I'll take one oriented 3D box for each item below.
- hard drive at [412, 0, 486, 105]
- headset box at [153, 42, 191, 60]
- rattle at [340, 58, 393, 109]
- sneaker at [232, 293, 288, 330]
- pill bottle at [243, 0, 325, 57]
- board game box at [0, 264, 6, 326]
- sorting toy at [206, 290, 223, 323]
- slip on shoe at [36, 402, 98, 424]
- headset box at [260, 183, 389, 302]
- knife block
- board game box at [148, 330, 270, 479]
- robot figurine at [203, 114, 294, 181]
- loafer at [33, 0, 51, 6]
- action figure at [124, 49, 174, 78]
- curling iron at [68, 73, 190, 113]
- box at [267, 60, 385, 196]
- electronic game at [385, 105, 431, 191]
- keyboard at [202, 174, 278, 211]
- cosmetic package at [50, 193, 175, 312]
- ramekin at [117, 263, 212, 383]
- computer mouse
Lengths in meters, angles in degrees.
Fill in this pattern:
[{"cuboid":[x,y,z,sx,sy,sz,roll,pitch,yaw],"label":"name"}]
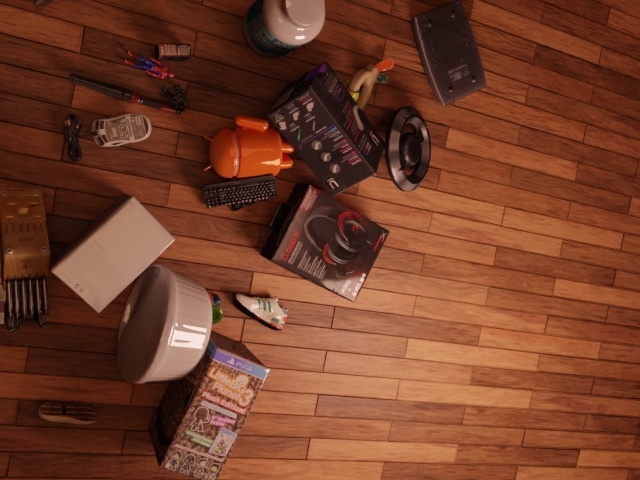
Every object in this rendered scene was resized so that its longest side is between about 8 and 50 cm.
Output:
[{"cuboid":[0.357,-0.523,1.747,0.172,0.054,0.254,-27,105,-17],"label":"hard drive"},{"cuboid":[-0.351,-0.444,1.469,0.083,0.062,0.032,-7,97,-22],"label":"headset box"},{"cuboid":[0.086,-0.429,1.663,0.199,0.143,0.130,-58,145,-23],"label":"rattle"},{"cuboid":[-0.153,0.169,1.626,0.161,0.057,0.075,36,66,-20],"label":"sneaker"},{"cuboid":[-0.081,-0.522,1.460,0.146,0.264,0.146,-2,96,-21],"label":"pill bottle"},{"cuboid":[-0.858,0.079,1.334,0.347,0.056,0.208,4,98,-22],"label":"board game box"},{"cuboid":[-0.282,0.160,1.579,0.061,0.042,0.102,-28,118,-1],"label":"sorting toy"},{"cuboid":[-0.599,0.415,1.477,0.135,0.051,0.041,13,131,-30],"label":"slip on shoe"},{"cuboid":[0.000,0.000,1.631,0.293,0.110,0.218,29,85,-22],"label":"headset box"},{"cuboid":[-0.650,0.052,1.362,0.088,0.242,0.275,-2,52,-30],"label":"knife block"},{"cuboid":[-0.274,0.384,1.498,0.141,0.232,0.291,27,85,-22],"label":"board game box"},{"cuboid":[-0.177,-0.218,1.529,0.219,0.158,0.128,-5,71,-21],"label":"robot figurine"},{"cuboid":[-0.588,-0.575,1.368,0.050,0.056,0.148,40,71,-20],"label":"loafer"},{"cuboid":[-0.402,-0.411,1.473,0.115,0.030,0.038,18,84,-24],"label":"action figure"},{"cuboid":[-0.442,-0.350,1.458,0.274,0.035,0.068,6,89,-23],"label":"curling iron"},{"cuboid":[0.021,-0.275,1.551,0.270,0.143,0.165,50,34,-21],"label":"box"},{"cuboid":[0.238,-0.246,1.686,0.229,0.048,0.229,-8,100,-54],"label":"electronic game"},{"cuboid":[-0.197,-0.110,1.552,0.180,0.108,0.023,-9,55,-6],"label":"keyboard"},{"cuboid":[-0.462,0.019,1.388,0.224,0.224,0.138,-47,109,-11],"label":"cosmetic package"},{"cuboid":[-0.356,0.198,1.438,0.127,0.273,0.273,18,89,-35],"label":"ramekin"},{"cuboid":[-0.491,-0.249,1.448,0.193,0.042,0.106,-11,95,-15],"label":"computer mouse"}]
